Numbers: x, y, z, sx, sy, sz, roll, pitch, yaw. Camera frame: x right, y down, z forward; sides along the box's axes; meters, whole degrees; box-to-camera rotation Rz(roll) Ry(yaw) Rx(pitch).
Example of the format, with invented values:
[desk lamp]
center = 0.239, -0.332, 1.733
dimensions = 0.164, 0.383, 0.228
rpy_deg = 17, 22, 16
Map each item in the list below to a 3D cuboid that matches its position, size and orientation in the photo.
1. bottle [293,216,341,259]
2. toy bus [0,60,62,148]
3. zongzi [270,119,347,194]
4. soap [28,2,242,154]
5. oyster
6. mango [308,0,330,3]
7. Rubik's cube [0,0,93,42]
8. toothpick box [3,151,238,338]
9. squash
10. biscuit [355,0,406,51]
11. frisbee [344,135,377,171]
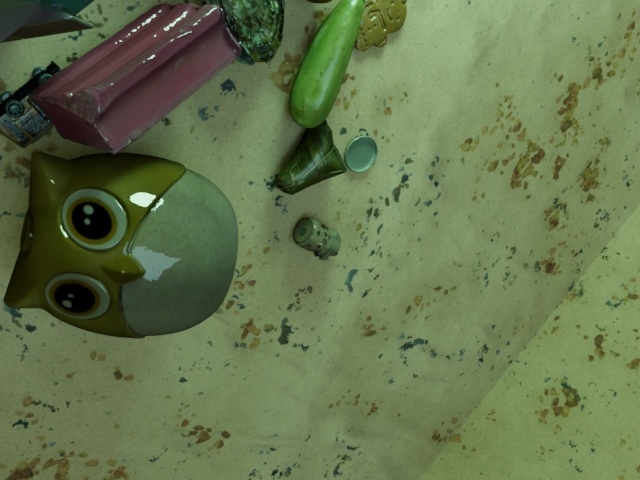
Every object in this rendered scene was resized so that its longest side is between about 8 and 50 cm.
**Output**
[bottle]
center = 0.001, -0.001, 1.830
dimensions = 0.152, 0.099, 0.098
rpy_deg = 28, 99, -42
[toy bus]
center = -0.596, -0.280, 1.316
dimensions = 0.182, 0.091, 0.103
rpy_deg = -42, 131, -9
[zongzi]
center = -0.053, -0.239, 1.674
dimensions = 0.205, 0.094, 0.204
rpy_deg = -25, 115, -15
[soap]
center = -0.369, -0.339, 1.269
dimensions = 0.359, 0.233, 0.128
rpy_deg = -47, 134, -25
[oyster]
center = -0.193, -0.558, 1.393
dimensions = 0.350, 0.158, 0.162
rpy_deg = 57, 38, -31
[mango]
center = -0.039, -0.624, 1.473
dimensions = 0.184, 0.084, 0.102
rpy_deg = 21, 134, -21
[Rubik's cube]
center = -0.575, -0.512, 1.056
dimensions = 0.368, 0.358, 0.387
rpy_deg = 26, 102, 4
[toothpick box]
center = -0.428, 0.010, 1.370
dimensions = 0.426, 0.409, 0.408
rpy_deg = 10, 109, -31
[squash]
center = 0.017, -0.461, 1.578
dimensions = 0.118, 0.118, 0.370
rpy_deg = 12, 106, -36
[biscuit]
center = 0.156, -0.576, 1.655
dimensions = 0.184, 0.027, 0.133
rpy_deg = -26, 124, -17
[frisbee]
center = 0.117, -0.250, 1.814
dimensions = 0.110, 0.014, 0.110
rpy_deg = -15, 122, -26
